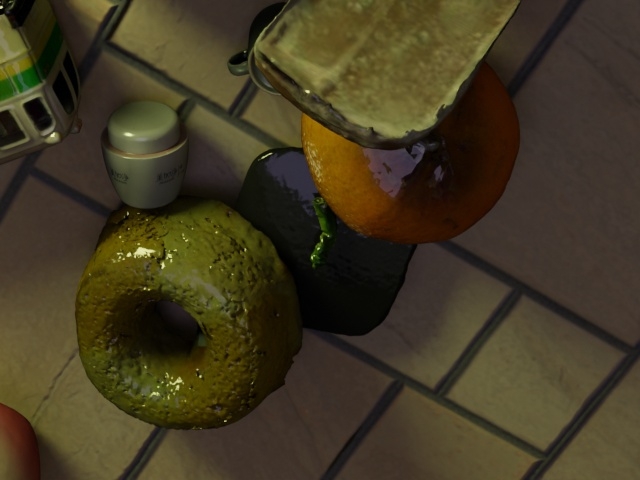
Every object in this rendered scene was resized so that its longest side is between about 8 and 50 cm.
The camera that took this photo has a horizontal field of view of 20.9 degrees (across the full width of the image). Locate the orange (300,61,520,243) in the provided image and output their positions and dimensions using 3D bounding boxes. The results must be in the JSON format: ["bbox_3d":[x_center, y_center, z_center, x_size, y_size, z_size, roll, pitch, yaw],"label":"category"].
[{"bbox_3d":[0.091,-0.103,1.714,0.224,0.170,0.224,-2,103,-9],"label":"orange"}]

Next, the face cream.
[{"bbox_3d":[-0.181,-0.089,1.796,0.091,0.091,0.095,1,124,3],"label":"face cream"}]

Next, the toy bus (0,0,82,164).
[{"bbox_3d":[-0.402,-0.144,1.753,0.305,0.143,0.179,-18,117,11],"label":"toy bus"}]

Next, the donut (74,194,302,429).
[{"bbox_3d":[-0.153,0.092,1.851,0.272,0.107,0.272,10,121,17],"label":"donut"}]

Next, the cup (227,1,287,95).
[{"bbox_3d":[-0.048,-0.186,1.744,0.100,0.077,0.078,-19,114,13],"label":"cup"}]

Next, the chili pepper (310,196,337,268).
[{"bbox_3d":[0.004,-0.006,1.819,0.027,0.022,0.083,-12,118,-30],"label":"chili pepper"}]

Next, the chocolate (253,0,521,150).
[{"bbox_3d":[0.077,-0.211,1.605,0.185,0.303,0.100,31,156,8],"label":"chocolate"}]

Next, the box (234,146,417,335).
[{"bbox_3d":[0.000,0.000,1.855,0.201,0.042,0.213,14,117,-3],"label":"box"}]

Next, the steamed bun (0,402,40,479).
[{"bbox_3d":[-0.438,0.281,1.919,0.309,0.309,0.309,2,117,3],"label":"steamed bun"}]
